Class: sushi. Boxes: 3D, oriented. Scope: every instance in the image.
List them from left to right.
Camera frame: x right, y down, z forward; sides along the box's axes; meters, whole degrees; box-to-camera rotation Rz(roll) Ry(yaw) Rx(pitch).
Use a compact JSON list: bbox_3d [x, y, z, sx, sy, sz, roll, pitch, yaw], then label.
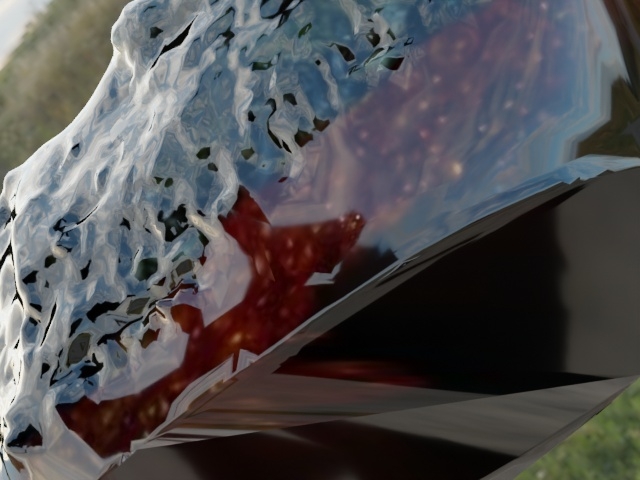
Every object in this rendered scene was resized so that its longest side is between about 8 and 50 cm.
[{"bbox_3d":[0.000,0.000,0.391,0.225,0.136,0.126,-44,48,27],"label":"sushi"}]
